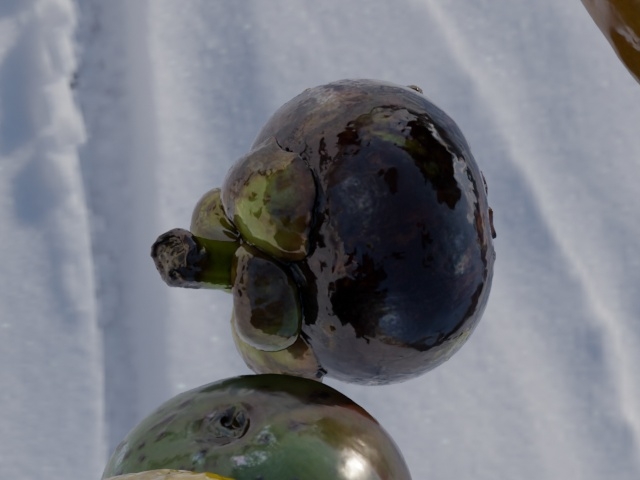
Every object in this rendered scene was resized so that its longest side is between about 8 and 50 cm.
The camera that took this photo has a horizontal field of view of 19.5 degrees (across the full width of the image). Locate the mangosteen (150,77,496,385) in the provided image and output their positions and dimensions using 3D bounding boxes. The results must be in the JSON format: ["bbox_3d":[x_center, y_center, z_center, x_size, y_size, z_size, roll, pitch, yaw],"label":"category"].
[{"bbox_3d":[0.000,0.000,1.149,0.217,0.192,0.192,-9,93,-15],"label":"mangosteen"}]

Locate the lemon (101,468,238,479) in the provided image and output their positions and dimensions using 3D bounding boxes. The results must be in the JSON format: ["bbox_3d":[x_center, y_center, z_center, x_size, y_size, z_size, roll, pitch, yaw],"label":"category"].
[{"bbox_3d":[-0.049,0.215,0.677,0.245,0.320,0.245,-28,145,-22],"label":"lemon"}]

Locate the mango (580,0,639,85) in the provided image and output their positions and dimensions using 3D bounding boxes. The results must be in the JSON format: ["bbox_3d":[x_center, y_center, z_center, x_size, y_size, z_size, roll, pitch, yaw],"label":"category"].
[{"bbox_3d":[0.203,-0.182,1.081,0.166,0.136,0.236,-26,93,-83],"label":"mango"}]

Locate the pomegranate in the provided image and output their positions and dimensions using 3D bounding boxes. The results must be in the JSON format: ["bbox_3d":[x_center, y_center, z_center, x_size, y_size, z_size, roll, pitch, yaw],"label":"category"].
[{"bbox_3d":[-0.029,0.182,1.004,0.181,0.181,0.224,-48,139,-34],"label":"pomegranate"}]
